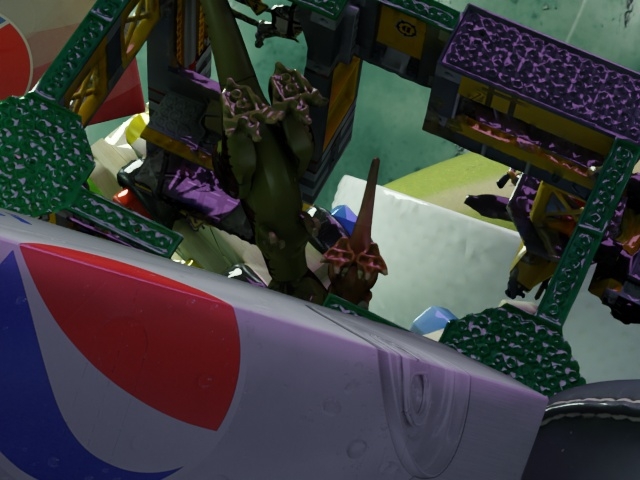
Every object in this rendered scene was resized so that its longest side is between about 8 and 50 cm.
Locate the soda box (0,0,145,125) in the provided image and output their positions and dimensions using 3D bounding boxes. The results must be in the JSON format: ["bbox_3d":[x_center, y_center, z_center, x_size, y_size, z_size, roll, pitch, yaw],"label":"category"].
[{"bbox_3d":[-0.229,-0.086,0.912,0.263,0.092,0.083,-16,24,-15],"label":"soda box"}]

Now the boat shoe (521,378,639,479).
[{"bbox_3d":[0.156,0.115,0.541,0.099,0.116,0.319,22,5,-43],"label":"boat shoe"}]

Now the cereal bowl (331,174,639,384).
[{"bbox_3d":[0.154,0.064,1.400,0.339,0.141,0.339,19,2,-1],"label":"cereal bowl"}]

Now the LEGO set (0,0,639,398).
[{"bbox_3d":[0.000,0.000,0.827,0.331,0.255,0.192,17,-29,5],"label":"LEGO set"}]

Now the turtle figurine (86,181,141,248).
[{"bbox_3d":[-0.172,-0.010,0.973,0.234,0.118,0.175,27,7,35],"label":"turtle figurine"}]

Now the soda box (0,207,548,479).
[{"bbox_3d":[-0.080,0.045,0.558,0.286,0.091,0.098,18,3,-21],"label":"soda box"}]

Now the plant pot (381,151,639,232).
[{"bbox_3d":[0.180,0.017,1.698,0.293,0.275,0.275,0,11,-29],"label":"plant pot"}]

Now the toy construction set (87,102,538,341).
[{"bbox_3d":[-0.025,0.023,1.077,0.327,0.151,0.215,28,-22,28],"label":"toy construction set"}]
